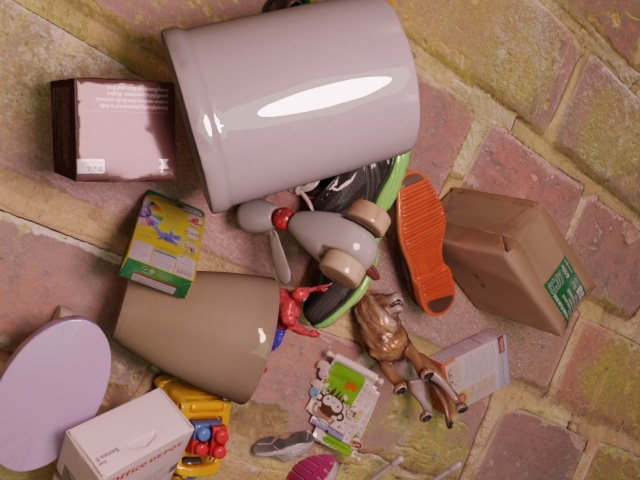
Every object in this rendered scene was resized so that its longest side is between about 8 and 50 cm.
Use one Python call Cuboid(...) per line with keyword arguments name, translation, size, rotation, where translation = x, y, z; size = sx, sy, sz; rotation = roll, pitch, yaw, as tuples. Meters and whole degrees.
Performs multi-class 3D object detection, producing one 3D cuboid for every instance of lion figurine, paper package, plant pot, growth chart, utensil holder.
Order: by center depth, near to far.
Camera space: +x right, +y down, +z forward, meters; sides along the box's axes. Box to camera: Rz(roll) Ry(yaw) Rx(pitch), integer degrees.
Cuboid(name="utensil holder", translation=(-0.055, -0.253, 1.234), size=(0.385, 0.327, 0.328), rotation=(-15, 108, -10))
Cuboid(name="plant pot", translation=(-0.251, 0.162, 1.322), size=(0.273, 0.256, 0.257), rotation=(16, 91, -17))
Cuboid(name="growth chart", translation=(0.048, 0.385, 1.600), size=(0.171, 0.021, 0.238), rotation=(19, 103, 10))
Cuboid(name="lion figurine", translation=(0.211, 0.294, 1.666), size=(0.142, 0.240, 0.392), rotation=(-32, 133, 0))
Cuboid(name="paper package", translation=(0.453, 0.046, 1.672), size=(0.168, 0.309, 0.325), rotation=(-49, 121, -14))

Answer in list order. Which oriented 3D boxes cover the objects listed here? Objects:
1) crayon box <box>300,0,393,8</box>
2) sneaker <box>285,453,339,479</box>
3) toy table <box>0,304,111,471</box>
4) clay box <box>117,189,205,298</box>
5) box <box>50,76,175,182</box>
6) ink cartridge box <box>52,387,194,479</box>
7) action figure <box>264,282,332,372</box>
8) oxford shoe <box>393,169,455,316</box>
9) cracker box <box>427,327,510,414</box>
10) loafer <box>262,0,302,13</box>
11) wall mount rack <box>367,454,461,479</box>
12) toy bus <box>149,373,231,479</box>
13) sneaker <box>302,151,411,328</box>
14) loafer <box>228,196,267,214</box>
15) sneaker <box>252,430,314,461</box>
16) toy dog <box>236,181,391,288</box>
Cuboid(name="crayon box", translation=(0.055, -0.476, 1.460), size=(0.203, 0.083, 0.323), rotation=(-27, 113, -24))
Cuboid(name="sneaker", translation=(-0.038, 0.620, 1.615), size=(0.252, 0.103, 0.111), rotation=(-50, 124, -6))
Cuboid(name="toy table", translation=(-0.492, 0.249, 1.220), size=(0.252, 0.160, 0.274), rotation=(41, 78, -31))
Cuboid(name="clay box", translation=(-0.290, 0.000, 1.281), size=(0.127, 0.222, 0.053), rotation=(23, 122, -18))
Cuboid(name="box", translation=(-0.363, -0.192, 1.188), size=(0.168, 0.203, 0.167), rotation=(-4, 101, -32))
Cuboid(name="ink cartridge box", translation=(-0.372, 0.424, 1.250), size=(0.198, 0.114, 0.273), rotation=(-19, 145, -48))
Cuboid(name="action figure", translation=(-0.057, 0.175, 1.414), size=(0.138, 0.280, 0.092), rotation=(-1, 55, -26))
Cuboid(name="oxford shoe", translation=(0.217, 0.003, 1.622), size=(0.129, 0.132, 0.364), rotation=(-20, 113, -21))
Cuboid(name="cracker box", translation=(0.401, 0.351, 1.843), size=(0.232, 0.067, 0.156), rotation=(-18, 109, -27))
Cuboid(name="loafer", translation=(-0.078, -0.362, 1.399), size=(0.096, 0.084, 0.268), rotation=(-6, 102, -32))
Cuboid(name="wall mount rack", translation=(0.203, 0.678, 1.747), size=(0.349, 0.130, 0.304), rotation=(17, 90, -34))
Cuboid(name="toy bus", translation=(-0.253, 0.400, 1.367), size=(0.149, 0.211, 0.221), rotation=(6, 98, -34))
Cuboid(name="sneaker", translation=(0.040, -0.045, 1.508), size=(0.202, 0.185, 0.483), rotation=(17, 89, -12))
Cuboid(name="loafer", translation=(-0.131, -0.102, 1.438), size=(0.148, 0.056, 0.050), rotation=(-41, 119, -7))
Cuboid(name="sneaker", translation=(-0.086, 0.486, 1.579), size=(0.152, 0.054, 0.061), rotation=(0, 116, -27))
Cuboid(name="toy dog", translation=(0.000, 0.000, 1.333), size=(0.220, 0.333, 0.161), rotation=(-41, 137, -9))
